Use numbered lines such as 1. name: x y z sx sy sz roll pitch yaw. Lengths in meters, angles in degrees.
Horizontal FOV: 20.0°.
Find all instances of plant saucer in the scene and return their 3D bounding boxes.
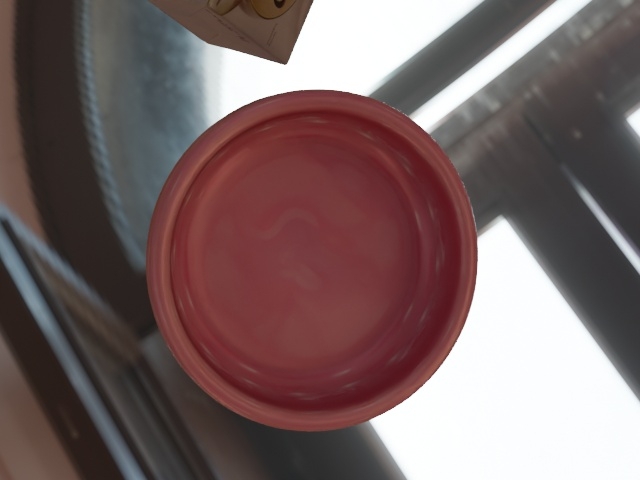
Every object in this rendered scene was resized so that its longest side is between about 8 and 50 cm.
1. plant saucer: -0.011 0.018 1.777 0.332 0.332 0.084 -28 11 -12

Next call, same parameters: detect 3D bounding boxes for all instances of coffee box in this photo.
1. coffee box: -0.059 -0.352 1.833 0.168 0.119 0.297 32 -101 -58
